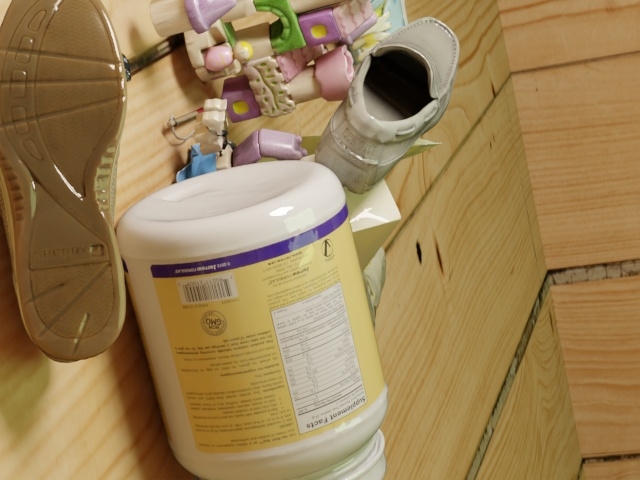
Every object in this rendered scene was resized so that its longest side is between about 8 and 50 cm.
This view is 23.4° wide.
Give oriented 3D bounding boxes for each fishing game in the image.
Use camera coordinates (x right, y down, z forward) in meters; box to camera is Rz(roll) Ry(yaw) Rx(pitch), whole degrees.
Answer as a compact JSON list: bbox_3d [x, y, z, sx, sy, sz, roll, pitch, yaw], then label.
[{"bbox_3d":[-0.121,-0.024,1.792,0.189,0.041,0.264,-37,117,-72],"label":"fishing game"}]

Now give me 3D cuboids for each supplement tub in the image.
[{"bbox_3d":[-0.062,0.105,1.604,0.241,0.241,0.331,-51,131,-65],"label":"supplement tub"}]

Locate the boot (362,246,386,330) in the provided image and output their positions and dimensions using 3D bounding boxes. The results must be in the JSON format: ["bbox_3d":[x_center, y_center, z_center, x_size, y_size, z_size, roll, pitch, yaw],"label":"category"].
[{"bbox_3d":[0.043,0.041,2.192,0.165,0.077,0.213,-74,155,-49],"label":"boot"}]

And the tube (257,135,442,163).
[{"bbox_3d":[0.028,-0.109,1.947,0.070,0.240,0.062,-78,155,-43],"label":"tube"}]

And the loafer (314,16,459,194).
[{"bbox_3d":[0.092,-0.169,1.710,0.111,0.112,0.319,-58,-179,40],"label":"loafer"}]

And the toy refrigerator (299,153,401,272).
[{"bbox_3d":[0.000,0.000,1.796,0.102,0.094,0.269,66,-25,19],"label":"toy refrigerator"}]

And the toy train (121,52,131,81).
[{"bbox_3d":[-0.232,-0.196,1.549,0.158,0.027,0.036,34,48,-66],"label":"toy train"}]

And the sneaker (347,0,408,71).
[{"bbox_3d":[0.068,-0.316,2.332,0.208,0.127,0.319,21,54,-71],"label":"sneaker"}]

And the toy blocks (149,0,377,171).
[{"bbox_3d":[-0.021,-0.257,1.771,0.309,0.260,0.289,-89,162,-48],"label":"toy blocks"}]

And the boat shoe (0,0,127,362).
[{"bbox_3d":[-0.240,-0.061,1.378,0.110,0.121,0.341,155,-66,-71],"label":"boat shoe"}]
